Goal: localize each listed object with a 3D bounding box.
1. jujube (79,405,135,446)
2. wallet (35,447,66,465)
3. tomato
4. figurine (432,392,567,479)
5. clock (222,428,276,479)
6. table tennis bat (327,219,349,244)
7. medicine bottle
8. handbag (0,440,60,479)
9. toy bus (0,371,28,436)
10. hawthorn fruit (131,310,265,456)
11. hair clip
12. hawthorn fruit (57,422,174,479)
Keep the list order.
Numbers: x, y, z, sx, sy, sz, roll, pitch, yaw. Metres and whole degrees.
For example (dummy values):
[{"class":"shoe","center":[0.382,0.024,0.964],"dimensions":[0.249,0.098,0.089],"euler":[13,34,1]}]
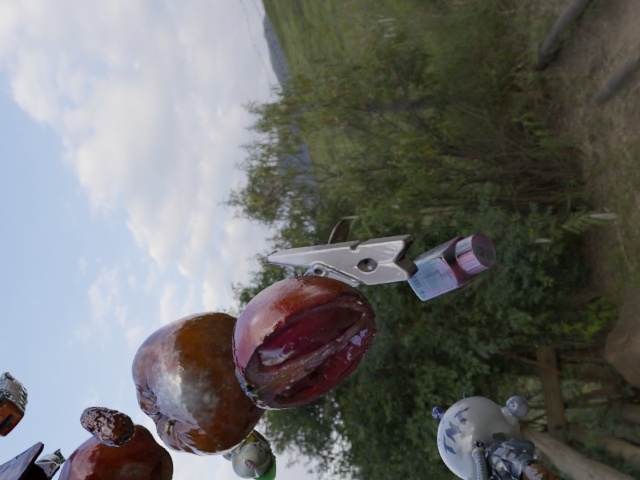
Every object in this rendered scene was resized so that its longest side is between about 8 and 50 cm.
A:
[{"class":"jujube","center":[-0.465,0.402,1.237],"dimensions":[0.077,0.129,0.077],"euler":[-44,-39,-52]},{"class":"wallet","center":[-0.902,0.754,1.708],"dimensions":[0.083,0.252,0.360],"euler":[46,166,-2]},{"class":"tomato","center":[-0.028,0.106,0.669],"dimensions":[0.099,0.173,0.189],"euler":[52,163,36]},{"class":"figurine","center":[0.383,0.460,1.220],"dimensions":[0.186,0.261,0.382],"euler":[43,175,-16]},{"class":"clock","center":[-0.202,0.537,1.467],"dimensions":[0.103,0.231,0.144],"euler":[-52,-29,-12]},{"class":"table tennis bat","center":[0.000,0.000,1.632],"dimensions":[0.107,0.119,0.169],"euler":[-2,-65,-64]},{"class":"medicine bottle","center":[0.296,0.053,1.279],"dimensions":[0.119,0.188,0.094],"euler":[-34,-89,-42]},{"class":"handbag","center":[-0.680,0.543,1.119],"dimensions":[0.084,0.276,0.260],"euler":[59,-176,-15]},{"class":"toy bus","center":[-0.997,0.513,1.789],"dimensions":[0.120,0.121,0.265],"euler":[44,167,-22]},{"class":"hawthorn fruit","center":[-0.186,0.238,0.955],"dimensions":[0.263,0.235,0.231],"euler":[10,-117,-57]},{"class":"hair clip","center":[0.042,0.051,1.219],"dimensions":[0.085,0.331,0.101],"euler":[-21,-80,-63]},{"class":"hawthorn fruit","center":[-0.559,0.637,1.475],"dimensions":[0.330,0.287,0.286],"euler":[-17,-76,-53]}]
